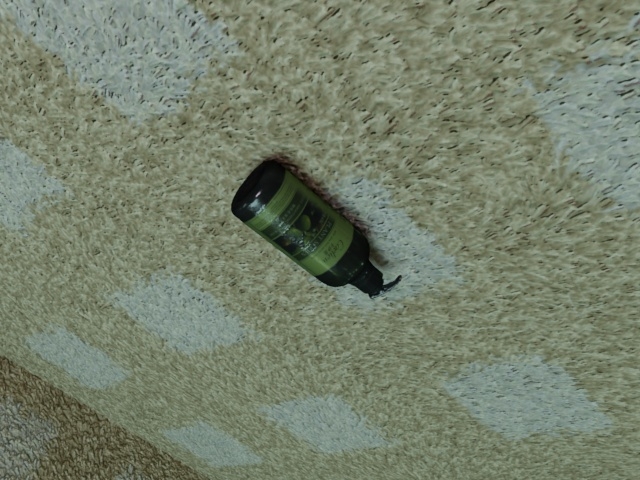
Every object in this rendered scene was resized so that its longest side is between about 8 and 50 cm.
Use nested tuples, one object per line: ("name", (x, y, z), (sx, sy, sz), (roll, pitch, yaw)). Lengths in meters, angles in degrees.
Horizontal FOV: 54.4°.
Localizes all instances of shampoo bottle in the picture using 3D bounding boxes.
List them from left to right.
("shampoo bottle", (0.000, 0.000, 0.949), (0.283, 0.101, 0.101), (39, 137, -22))
